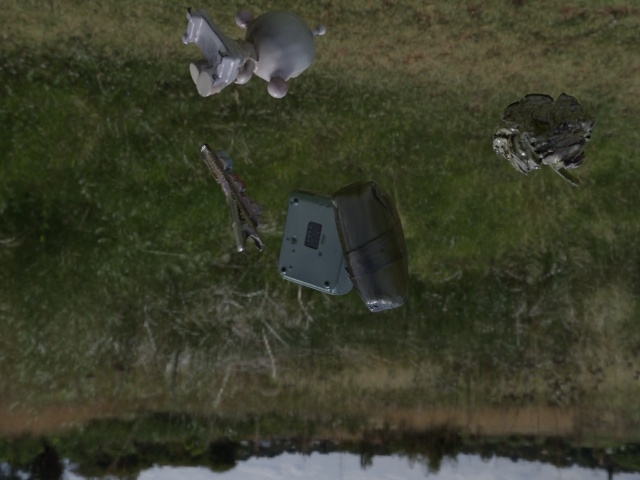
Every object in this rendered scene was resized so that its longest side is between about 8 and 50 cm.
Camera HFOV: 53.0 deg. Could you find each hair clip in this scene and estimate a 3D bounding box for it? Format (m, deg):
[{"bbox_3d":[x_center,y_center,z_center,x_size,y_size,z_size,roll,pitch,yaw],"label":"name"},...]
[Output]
[{"bbox_3d":[-0.140,-0.075,1.065,0.056,0.213,0.062,-7,152,-34],"label":"hair clip"}]

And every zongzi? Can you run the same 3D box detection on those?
[{"bbox_3d":[0.101,0.012,1.155,0.112,0.220,0.242,-13,176,11],"label":"zongzi"}]

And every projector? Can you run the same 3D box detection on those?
[{"bbox_3d":[0.000,0.000,1.727,0.198,0.250,0.108,17,-168,31],"label":"projector"}]

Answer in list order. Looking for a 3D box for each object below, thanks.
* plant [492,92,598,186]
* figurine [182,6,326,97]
[{"bbox_3d":[0.276,-0.115,0.778,0.117,0.104,0.122,24,159,47],"label":"plant"},{"bbox_3d":[-0.114,-0.363,1.186,0.257,0.182,0.144,-22,139,-30],"label":"figurine"}]
